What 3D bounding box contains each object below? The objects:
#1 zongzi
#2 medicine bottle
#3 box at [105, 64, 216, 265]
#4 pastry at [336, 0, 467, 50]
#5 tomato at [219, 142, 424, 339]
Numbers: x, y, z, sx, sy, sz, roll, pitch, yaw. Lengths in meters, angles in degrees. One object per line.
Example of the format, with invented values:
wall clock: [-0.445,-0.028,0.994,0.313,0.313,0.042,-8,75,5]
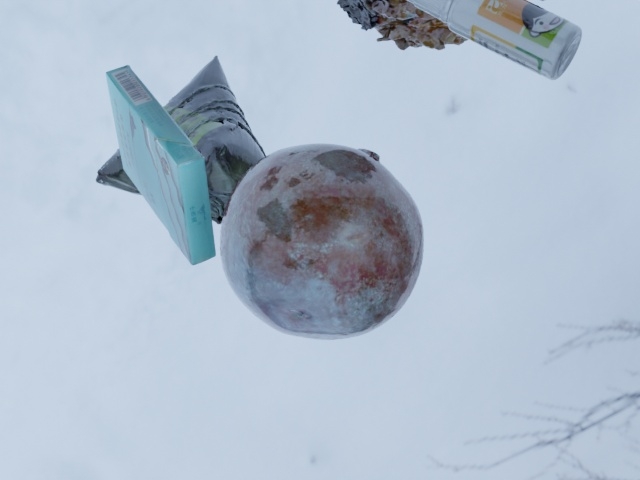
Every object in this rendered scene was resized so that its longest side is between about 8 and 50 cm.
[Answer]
zongzi: [-0.213,-0.212,2.127,0.362,0.383,0.319,-60,148,-19]
medicine bottle: [0.171,-0.251,1.112,0.092,0.220,0.061,-51,159,-21]
box: [-0.203,-0.097,1.342,0.041,0.229,0.162,-22,137,-20]
pastry: [0.130,-0.458,1.593,0.405,0.337,0.292,66,49,-79]
tomato: [0.000,0.000,1.629,0.316,0.283,0.317,13,144,10]
